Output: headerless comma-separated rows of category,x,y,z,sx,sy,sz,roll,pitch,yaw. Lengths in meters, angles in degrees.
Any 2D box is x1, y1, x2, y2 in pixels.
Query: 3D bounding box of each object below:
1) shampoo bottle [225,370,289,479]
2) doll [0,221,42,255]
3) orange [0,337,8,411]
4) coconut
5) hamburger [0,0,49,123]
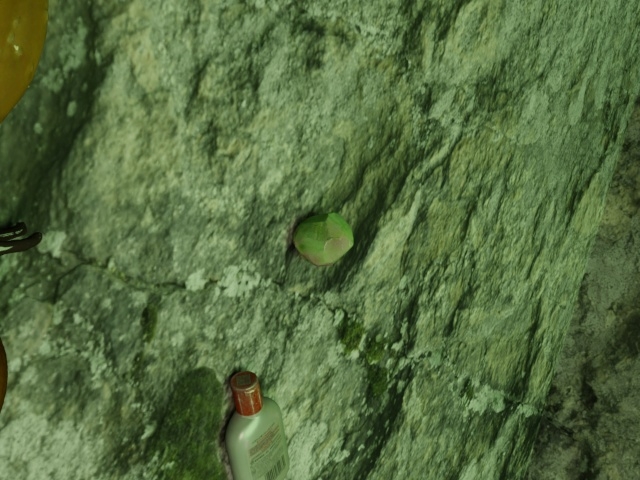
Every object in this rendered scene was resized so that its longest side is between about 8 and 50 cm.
shampoo bottle,-0.099,0.294,1.161,0.108,0.051,0.220,-35,131,-38
doll,-0.354,-0.006,0.689,0.165,0.057,0.139,-40,136,-24
orange,-0.355,0.122,0.626,0.206,0.206,0.206,-26,125,-45
coconut,0.000,0.000,1.141,0.082,0.081,0.083,17,57,-44
hamburger,-0.344,-0.172,0.540,0.319,0.158,0.318,-23,123,-42
